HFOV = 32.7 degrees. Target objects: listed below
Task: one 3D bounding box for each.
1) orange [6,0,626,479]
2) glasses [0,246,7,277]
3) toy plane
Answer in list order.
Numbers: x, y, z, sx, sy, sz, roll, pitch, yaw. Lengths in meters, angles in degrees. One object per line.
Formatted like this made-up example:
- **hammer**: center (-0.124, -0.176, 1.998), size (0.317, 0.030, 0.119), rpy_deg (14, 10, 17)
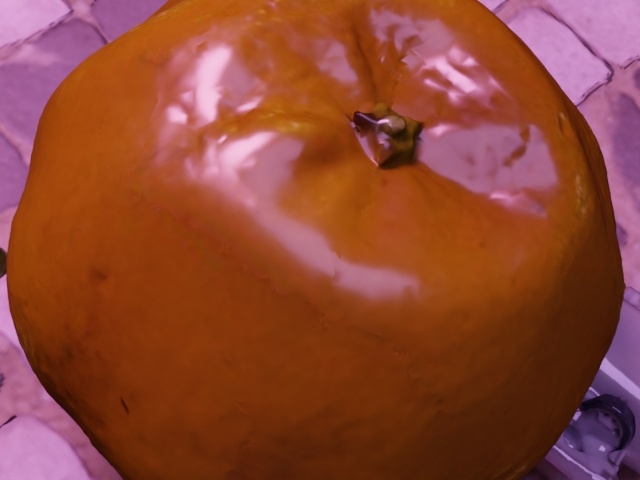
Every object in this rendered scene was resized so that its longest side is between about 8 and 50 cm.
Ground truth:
- **orange**: center (0.000, 0.000, 0.495), size (0.279, 0.235, 0.279), rpy_deg (1, 71, -3)
- **glasses**: center (-0.243, 0.055, 0.480), size (0.239, 0.102, 0.206), rpy_deg (5, 61, 7)
- **toy plane**: center (0.174, 0.091, 0.581), size (0.174, 0.080, 0.174), rpy_deg (14, 49, -17)
